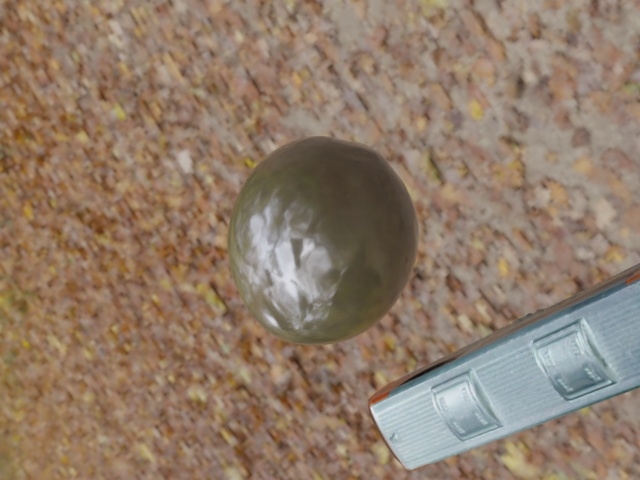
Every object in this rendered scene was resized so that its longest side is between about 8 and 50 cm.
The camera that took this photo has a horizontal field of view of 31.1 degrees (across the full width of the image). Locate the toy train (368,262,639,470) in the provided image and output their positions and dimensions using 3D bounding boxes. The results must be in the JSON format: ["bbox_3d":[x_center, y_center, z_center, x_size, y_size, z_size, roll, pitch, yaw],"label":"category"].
[{"bbox_3d":[0.166,0.124,1.016,0.409,0.089,0.086,-34,84,47],"label":"toy train"}]

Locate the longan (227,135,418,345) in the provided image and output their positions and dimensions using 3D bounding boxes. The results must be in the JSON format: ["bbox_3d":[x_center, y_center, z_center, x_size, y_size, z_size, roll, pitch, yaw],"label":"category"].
[{"bbox_3d":[0.000,0.000,1.281,0.248,0.248,0.248,41,152,28],"label":"longan"}]
